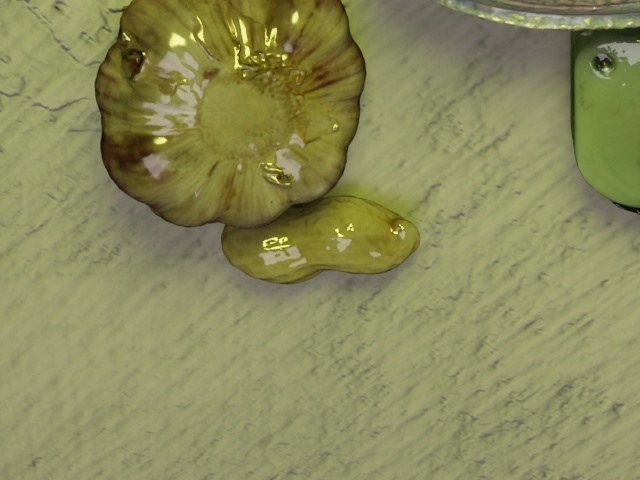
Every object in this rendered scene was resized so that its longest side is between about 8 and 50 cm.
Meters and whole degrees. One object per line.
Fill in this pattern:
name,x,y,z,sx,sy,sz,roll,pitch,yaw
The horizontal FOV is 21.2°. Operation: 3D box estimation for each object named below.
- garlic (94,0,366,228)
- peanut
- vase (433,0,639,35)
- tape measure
garlic,-0.079,-0.127,1.467,0.245,0.160,0.244,-5,111,-12
peanut,0.000,0.000,1.606,0.187,0.082,0.082,-7,128,10
vase,0.262,-0.262,1.262,0.446,0.250,0.250,9,129,-7
tape measure,0.331,-0.113,1.454,0.235,0.115,0.207,-1,126,7
